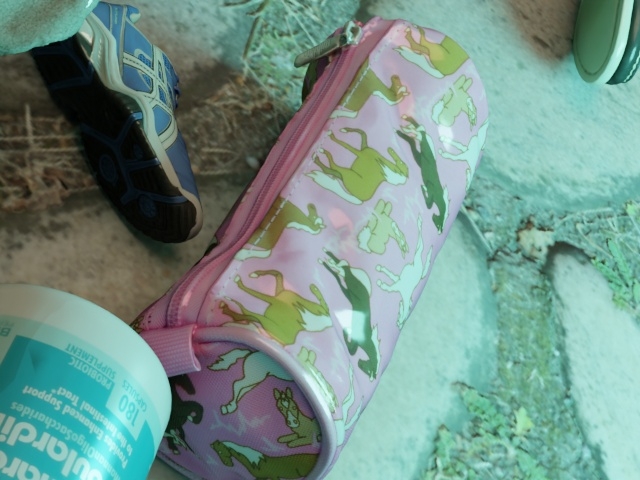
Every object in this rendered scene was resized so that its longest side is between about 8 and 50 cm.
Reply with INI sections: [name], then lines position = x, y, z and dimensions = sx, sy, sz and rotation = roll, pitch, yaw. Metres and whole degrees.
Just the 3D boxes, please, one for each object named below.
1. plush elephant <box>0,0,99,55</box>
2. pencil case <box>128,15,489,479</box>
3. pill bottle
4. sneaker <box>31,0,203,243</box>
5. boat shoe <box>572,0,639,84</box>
[plush elephant]
position = -0.258, -0.240, 0.860
dimensions = 0.272, 0.330, 0.255
rotation = 33, 66, -17
[pencil case]
position = 0.000, 0.000, 0.935
dimensions = 0.167, 0.160, 0.386
rotation = 33, 46, -5
[pill bottle]
position = -0.183, 0.160, 0.693
dimensions = 0.146, 0.146, 0.264
rotation = 31, 46, -14
[sneaker]
position = -0.130, -0.095, 0.963
dimensions = 0.081, 0.080, 0.211
rotation = -14, 69, -39
[boat shoe]
position = 0.337, -0.266, 1.397
dimensions = 0.113, 0.127, 0.340
rotation = 21, 39, -7
